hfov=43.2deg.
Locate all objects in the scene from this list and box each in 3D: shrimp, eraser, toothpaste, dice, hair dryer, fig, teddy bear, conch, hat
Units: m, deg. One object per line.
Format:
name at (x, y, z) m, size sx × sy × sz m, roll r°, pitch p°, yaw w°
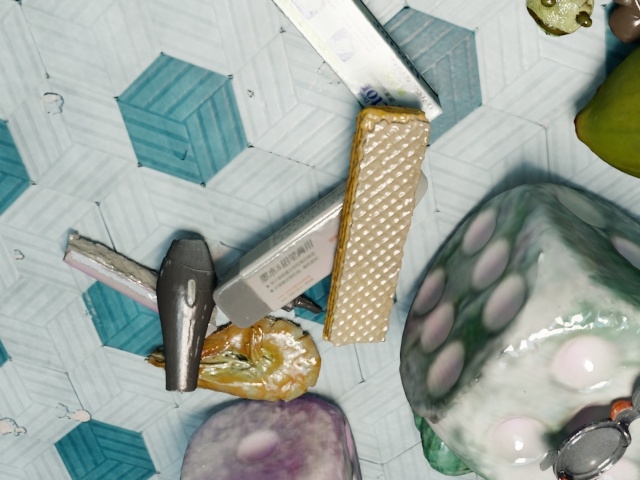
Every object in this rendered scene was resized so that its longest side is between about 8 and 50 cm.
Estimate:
shrimp at (-0.145, 0.195, 1.330) m, size 0.294 × 0.062 × 0.154 m, roll -1°, pitch 109°, yaw 0°
eraser at (0.000, 0.000, 1.169) m, size 0.352 × 0.061 × 0.089 m, roll -35°, pitch 115°, yaw 9°
toothpaste at (0.025, -0.272, 1.034) m, size 0.081 × 0.067 × 0.336 m, roll -35°, pitch 114°, yaw 20°
dice at (-0.070, 0.440, 1.347) m, size 0.270 × 0.270 × 0.271 m, roll -10°, pitch 121°, yaw 8°
hair dryer at (-0.116, 0.118, 1.240) m, size 0.271 × 0.091 × 0.236 m, roll 3°, pitch 87°, yaw -16°
fig at (0.430, -0.168, 1.011) m, size 0.225 × 0.203 × 0.203 m, roll -3°, pitch 123°, yaw 27°
teddy bear at (0.413, -0.314, 0.986) m, size 0.119 × 0.078 × 0.160 m, roll 12°, pitch 120°, yaw -9°
conch at (0.246, 0.306, 1.333) m, size 0.202 × 0.134 × 0.196 m, roll -1°, pitch 131°, yaw 11°
dice at (0.330, 0.138, 1.116) m, size 0.348 × 0.328 × 0.330 m, roll 24°, pitch 119°, yaw -12°
hat at (0.305, -0.296, 1.014) m, size 0.076 × 0.059 × 0.077 m, roll -41°, pitch 107°, yaw 18°

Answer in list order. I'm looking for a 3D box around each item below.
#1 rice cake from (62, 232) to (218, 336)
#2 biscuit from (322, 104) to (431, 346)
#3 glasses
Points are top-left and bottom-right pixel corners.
rice cake at (-0.280, 0.073, 1.264) m, size 0.270 × 0.049 × 0.055 m, roll 32°, pitch 131°, yaw -18°
biscuit at (0.069, -0.005, 1.111) m, size 0.094 × 0.054 × 0.379 m, roll 1°, pitch 120°, yaw -14°
glasses at (0.388, 0.285, 0.862) m, size 0.118 × 0.268 × 0.234 m, roll 30°, pitch 117°, yaw -36°
